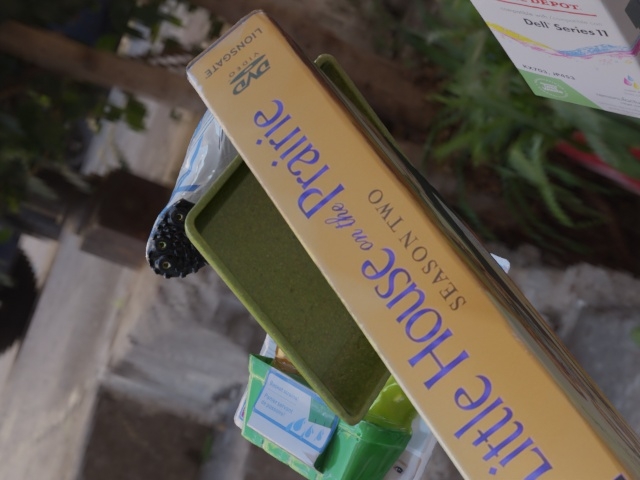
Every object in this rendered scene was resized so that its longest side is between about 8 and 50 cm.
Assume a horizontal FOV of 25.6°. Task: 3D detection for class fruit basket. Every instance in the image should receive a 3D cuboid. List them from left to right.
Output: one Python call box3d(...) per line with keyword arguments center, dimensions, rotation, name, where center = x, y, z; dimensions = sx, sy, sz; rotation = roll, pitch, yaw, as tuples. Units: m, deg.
box3d(center=(0.044, 0.134, 1.779), dimensions=(0.327, 0.165, 0.353), rotation=(26, 101, 41), name="fruit basket")

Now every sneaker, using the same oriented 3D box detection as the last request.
box3d(center=(-0.112, -0.067, 1.485), dimensions=(0.237, 0.085, 0.086), rotation=(-62, 21, 0), name="sneaker")

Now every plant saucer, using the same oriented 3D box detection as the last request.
box3d(center=(0.000, 0.000, 0.969), dimensions=(0.045, 0.188, 0.188), rotation=(-14, 31, 48), name="plant saucer")

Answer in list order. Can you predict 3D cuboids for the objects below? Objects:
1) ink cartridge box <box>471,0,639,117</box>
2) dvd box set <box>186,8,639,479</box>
box3d(center=(0.293, -0.287, 1.644), dimensions=(0.207, 0.353, 0.119), rotation=(18, 74, 38), name="ink cartridge box")
box3d(center=(0.112, 0.088, 0.731), dimensions=(0.062, 0.307, 0.420), rotation=(-41, 51, 7), name="dvd box set")
